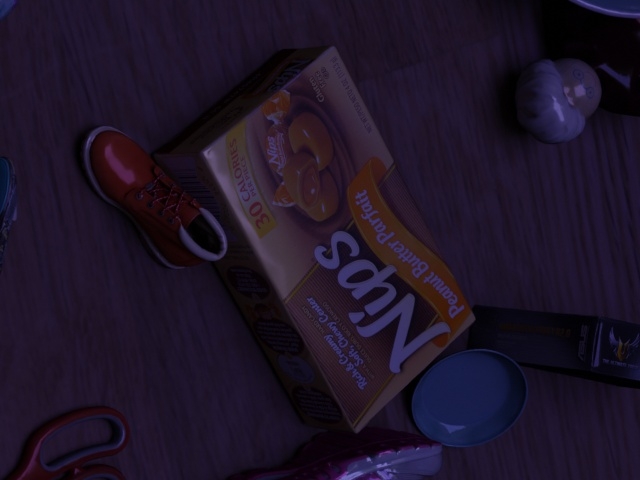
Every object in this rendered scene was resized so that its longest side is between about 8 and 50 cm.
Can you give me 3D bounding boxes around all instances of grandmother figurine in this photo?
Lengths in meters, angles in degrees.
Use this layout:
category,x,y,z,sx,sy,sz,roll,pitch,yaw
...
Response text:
category,x,y,z,sx,sy,sz,roll,pitch,yaw
grandmother figurine,0.322,-0.215,1.985,0.208,0.104,0.342,46,60,6

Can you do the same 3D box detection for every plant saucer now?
category,x,y,z,sx,sy,sz,roll,pitch,yaw
plant saucer,0.147,0.153,1.888,0.119,0.021,0.119,-5,121,-8

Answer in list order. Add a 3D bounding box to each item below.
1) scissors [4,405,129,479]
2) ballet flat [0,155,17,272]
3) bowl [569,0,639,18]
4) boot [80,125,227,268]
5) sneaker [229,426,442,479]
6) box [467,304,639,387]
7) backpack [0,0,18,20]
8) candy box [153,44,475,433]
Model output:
category,x,y,z,sx,sy,sz,roll,pitch,yaw
scissors,-0.284,0.224,1.599,0.297,0.021,0.109,-16,103,-35
ballet flat,-0.276,-0.013,1.588,0.041,0.041,0.114,19,80,-36
bowl,0.309,-0.386,1.891,0.311,0.163,0.312,-1,104,-5
boot,-0.142,-0.040,1.655,0.059,0.084,0.158,-50,117,-23
sneaker,0.010,0.252,1.778,0.252,0.103,0.111,-19,107,-29
box,0.296,0.115,1.929,0.231,0.183,0.056,13,84,-36
backpack,-0.320,-0.240,1.494,0.152,0.115,0.182,-47,120,-29
candy box,0.000,0.000,1.759,0.183,0.087,0.316,-41,115,-29
